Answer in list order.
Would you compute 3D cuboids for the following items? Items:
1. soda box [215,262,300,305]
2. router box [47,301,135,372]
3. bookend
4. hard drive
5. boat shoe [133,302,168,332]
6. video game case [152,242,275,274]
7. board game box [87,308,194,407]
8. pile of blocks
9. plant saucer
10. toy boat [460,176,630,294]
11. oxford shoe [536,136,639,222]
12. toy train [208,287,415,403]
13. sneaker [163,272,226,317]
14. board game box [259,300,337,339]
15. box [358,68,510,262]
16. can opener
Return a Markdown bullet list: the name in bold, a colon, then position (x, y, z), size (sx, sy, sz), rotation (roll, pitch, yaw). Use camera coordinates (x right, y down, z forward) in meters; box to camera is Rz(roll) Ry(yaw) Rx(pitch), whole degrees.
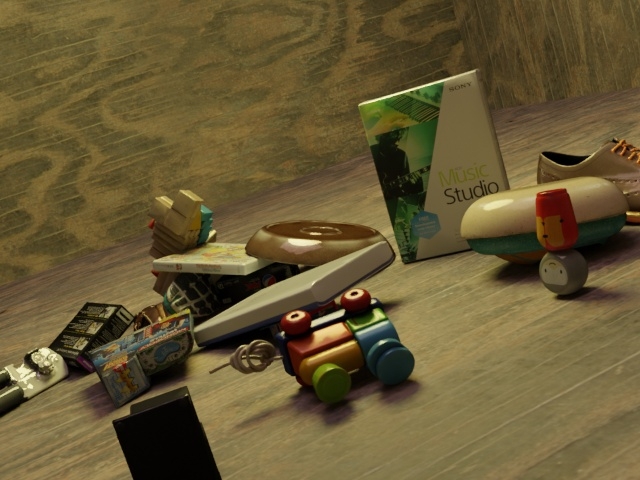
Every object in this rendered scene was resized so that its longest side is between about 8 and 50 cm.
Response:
- **soda box**: position (-0.127, 0.084, 1.740), size (0.168, 0.053, 0.060), rotation (-14, 10, 13)
- **router box**: position (-0.449, 0.184, 1.627), size (0.179, 0.046, 0.133), rotation (-3, 45, 54)
- **bookend**: position (-0.147, 0.215, 0.840), size (0.072, 0.157, 0.156), rotation (-19, 12, -10)
- **hard drive**: position (-0.052, 0.095, 1.437), size (0.318, 0.040, 0.210), rotation (-23, 4, 43)
- **boat shoe**: position (-0.320, 0.166, 1.598), size (0.073, 0.073, 0.207), rotation (-21, 4, -13)
- **video game case**: position (-0.197, 0.035, 1.723), size (0.206, 0.026, 0.227), rotation (1, 10, 21)
- **board game box**: position (-0.294, 0.198, 1.382), size (0.194, 0.060, 0.194), rotation (-24, 13, -4)
- **pile of blocks**: position (-0.315, -0.013, 1.843), size (0.149, 0.112, 0.362), rotation (-47, -16, -36)
- **plant saucer**: position (0.000, 0.000, 1.721), size (0.310, 0.050, 0.310), rotation (2, 11, 0)
- **toy boat**: position (0.353, -0.010, 1.301), size (0.267, 0.148, 0.318), rotation (-10, 4, 11)
- **oxford shoe**: position (0.536, -0.109, 1.446), size (0.363, 0.133, 0.130), rotation (-1, 18, 40)
- **toy train**: position (-0.010, 0.163, 1.080), size (0.248, 0.105, 0.143), rotation (-20, 24, -12)
- **sneaker**: position (-0.271, 0.117, 1.761), size (0.110, 0.107, 0.275), rotation (-35, 2, 12)
- **board game box**: position (-0.017, 0.123, 1.392), size (0.168, 0.033, 0.133), rotation (-23, 4, 38)
- **box**: position (0.225, -0.135, 1.579), size (0.232, 0.322, 0.058), rotation (-14, 8, 21)
- **can opener**: position (-0.564, 0.273, 1.479), size (0.093, 0.074, 0.280), rotation (-51, -12, 33)
